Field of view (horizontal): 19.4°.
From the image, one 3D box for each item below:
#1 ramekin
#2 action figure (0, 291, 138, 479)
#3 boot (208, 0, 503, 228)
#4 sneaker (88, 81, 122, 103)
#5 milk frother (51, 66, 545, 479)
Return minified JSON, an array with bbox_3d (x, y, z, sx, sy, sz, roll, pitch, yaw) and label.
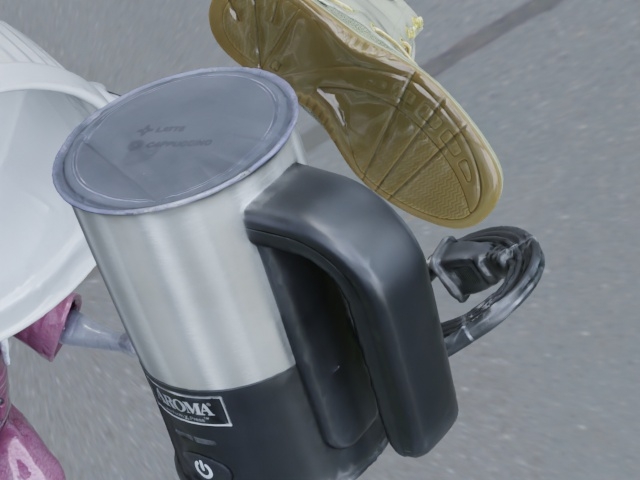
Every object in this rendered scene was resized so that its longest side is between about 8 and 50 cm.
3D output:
[{"bbox_3d":[-0.224,-0.038,1.100,0.207,0.207,0.109,-38,57,-8],"label":"ramekin"},{"bbox_3d":[-0.273,0.111,1.393,0.248,0.276,0.370,-19,129,-37],"label":"action figure"},{"bbox_3d":[0.042,-0.100,1.192,0.213,0.165,0.077,40,109,6],"label":"boot"},{"bbox_3d":[-0.054,-0.009,1.215,0.268,0.153,0.101,41,115,14],"label":"sneaker"},{"bbox_3d":[0.000,0.000,0.654,0.129,0.143,0.134,0,128,25],"label":"milk frother"}]
